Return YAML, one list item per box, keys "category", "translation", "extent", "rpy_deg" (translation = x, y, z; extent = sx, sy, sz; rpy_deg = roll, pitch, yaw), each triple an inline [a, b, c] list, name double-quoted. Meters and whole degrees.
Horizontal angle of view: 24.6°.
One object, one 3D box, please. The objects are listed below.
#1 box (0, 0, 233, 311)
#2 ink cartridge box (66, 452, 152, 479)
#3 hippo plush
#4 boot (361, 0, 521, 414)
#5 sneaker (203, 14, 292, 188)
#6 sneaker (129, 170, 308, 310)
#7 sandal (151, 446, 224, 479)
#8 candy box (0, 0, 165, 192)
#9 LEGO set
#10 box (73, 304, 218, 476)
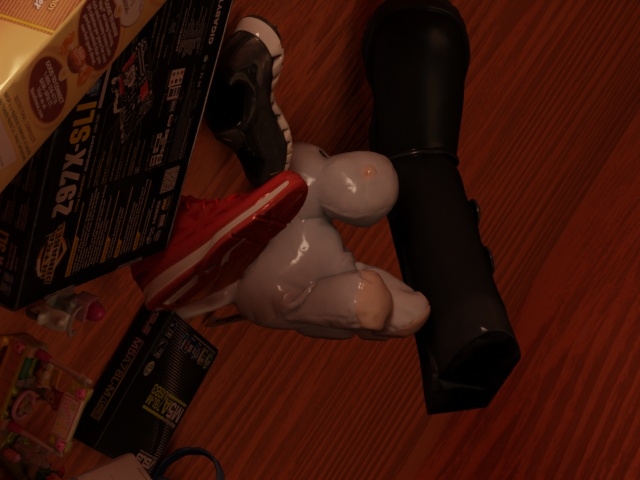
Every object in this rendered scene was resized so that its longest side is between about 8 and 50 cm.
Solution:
- category: "box"
  translation: [-0.205, -0.115, 1.387]
  extent: [0.257, 0.079, 0.322]
  rpy_deg: [-24, 136, -58]
- category: "ink cartridge box"
  translation: [-0.294, 0.350, 1.485]
  extent: [0.226, 0.131, 0.306]
  rpy_deg: [-39, 173, 15]
- category: "hippo plush"
  translation: [0.000, 0.000, 1.863]
  extent: [0.234, 0.294, 0.237]
  rpy_deg: [26, 66, -70]
- category: "boot"
  translation: [0.155, -0.045, 1.908]
  extent: [0.367, 0.146, 0.445]
  rpy_deg: [84, -1, -55]
- category: "sneaker"
  translation: [-0.090, -0.135, 1.655]
  extent: [0.106, 0.078, 0.234]
  rpy_deg: [-46, 149, -34]
- category: "sneaker"
  translation: [-0.128, -0.034, 1.564]
  extent: [0.221, 0.128, 0.087]
  rpy_deg: [-36, 161, 10]
- category: "sandal"
  translation: [-0.213, 0.360, 1.883]
  extent: [0.317, 0.126, 0.138]
  rpy_deg: [-38, 145, -66]
- category: "candy box"
  translation: [-0.257, -0.153, 1.058]
  extent: [0.316, 0.183, 0.087]
  rpy_deg: [-54, 158, -26]
- category: "LEGO set"
  translation: [-0.280, 0.196, 1.520]
  extent: [0.132, 0.107, 0.287]
  rpy_deg: [-35, 145, -53]
- category: "box"
  translation: [-0.208, 0.182, 1.773]
  extent: [0.184, 0.045, 0.191]
  rpy_deg: [-63, 159, -12]
